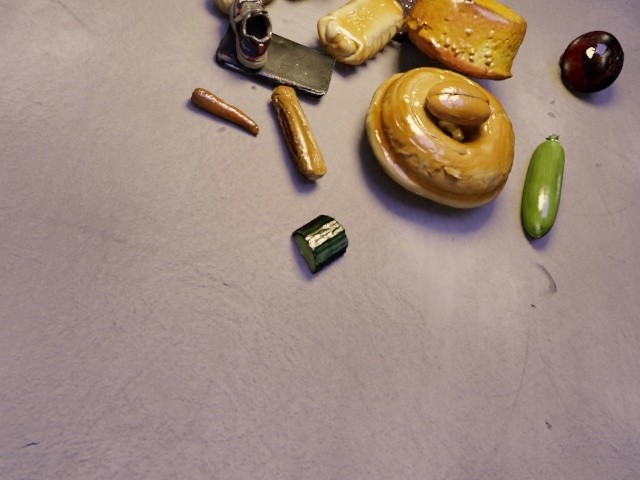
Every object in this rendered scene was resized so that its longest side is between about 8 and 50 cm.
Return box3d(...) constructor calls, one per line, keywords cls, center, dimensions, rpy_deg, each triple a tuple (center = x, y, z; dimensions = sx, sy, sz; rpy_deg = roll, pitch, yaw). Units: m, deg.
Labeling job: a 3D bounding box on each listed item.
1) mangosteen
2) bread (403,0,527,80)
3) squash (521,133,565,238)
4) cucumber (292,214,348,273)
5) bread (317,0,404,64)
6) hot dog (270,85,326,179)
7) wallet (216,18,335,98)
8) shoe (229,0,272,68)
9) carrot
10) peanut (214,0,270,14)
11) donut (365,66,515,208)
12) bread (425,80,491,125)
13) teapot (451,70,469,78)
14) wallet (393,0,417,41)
box3d(cls="mangosteen", center=(0.958, -0.641, 1.790), dimensions=(0.216, 0.216, 0.216), rpy_deg=(8, 63, -17))
box3d(cls="bread", center=(0.431, -0.613, 1.465), dimensions=(0.358, 0.204, 0.337), rpy_deg=(21, 38, -8))
box3d(cls="squash", center=(0.674, -0.179, 1.508), dimensions=(0.107, 0.107, 0.395), rpy_deg=(28, 60, -7))
box3d(cls="cucumber", center=(0.000, 0.000, 1.193), dimensions=(0.115, 0.062, 0.116), rpy_deg=(-31, 81, -33))
box3d(cls="bread", center=(0.130, -0.641, 1.508), dimensions=(0.173, 0.121, 0.311), rpy_deg=(46, 59, 0))
box3d(cls="hot dog", center=(-0.062, -0.280, 1.299), dimensions=(0.083, 0.068, 0.289), rpy_deg=(2, 59, -45))
box3d(cls="wallet", center=(-0.121, -0.503, 1.391), dimensions=(0.318, 0.045, 0.172), rpy_deg=(17, 62, -9))
box3d(cls="shoe", center=(-0.179, -0.574, 1.301), dimensions=(0.099, 0.125, 0.227), rpy_deg=(-5, 81, -15))
box3d(cls="carrot", center=(-0.238, -0.327, 1.270), dimensions=(0.191, 0.047, 0.047), rpy_deg=(27, 59, -14))
box3d(cls="peanut", center=(-0.194, -0.733, 1.428), dimensions=(0.123, 0.123, 0.256), rpy_deg=(47, 61, 5))
box3d(cls="donut", center=(0.333, -0.286, 1.377), dimensions=(0.449, 0.198, 0.449), rpy_deg=(7, 66, -17))
box3d(cls="bread", center=(0.355, -0.348, 1.257), dimensions=(0.189, 0.077, 0.114), rpy_deg=(4, 62, -16))
box3d(cls="teapot", center=(0.458, -0.552, 1.633), dimensions=(0.083, 0.064, 0.064), rpy_deg=(29, 45, -44))
box3d(cls="wallet", center=(0.303, -0.761, 1.676), dimensions=(0.182, 0.049, 0.229), rpy_deg=(-4, 66, -19))
